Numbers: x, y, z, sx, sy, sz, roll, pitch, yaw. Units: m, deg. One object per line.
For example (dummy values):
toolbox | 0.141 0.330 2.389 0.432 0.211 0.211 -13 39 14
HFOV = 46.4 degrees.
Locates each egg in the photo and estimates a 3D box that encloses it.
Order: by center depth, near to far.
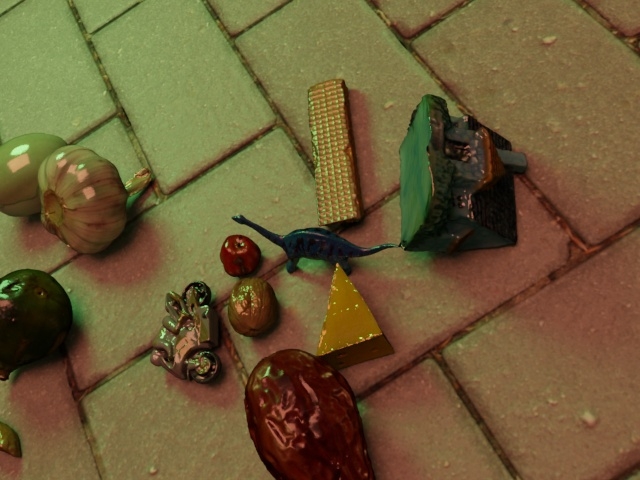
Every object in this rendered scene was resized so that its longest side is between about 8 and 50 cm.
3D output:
egg | -0.687 -0.163 1.778 0.217 0.183 0.183 -32 56 12

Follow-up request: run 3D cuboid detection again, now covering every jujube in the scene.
jujube | -0.017 0.324 1.263 0.197 0.197 0.290 -31 72 4

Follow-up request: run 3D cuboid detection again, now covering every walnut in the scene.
walnut | -0.133 0.128 1.459 0.105 0.105 0.124 -17 54 12

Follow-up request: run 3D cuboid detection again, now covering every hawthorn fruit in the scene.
hawthorn fruit | -0.167 0.029 1.529 0.093 0.093 0.093 -9 61 17

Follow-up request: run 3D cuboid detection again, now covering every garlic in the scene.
garlic | -0.497 -0.110 1.692 0.253 0.245 0.245 -25 48 -38

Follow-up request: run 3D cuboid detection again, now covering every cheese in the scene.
cheese | 0.053 0.134 1.384 0.126 0.093 0.171 -19 58 14

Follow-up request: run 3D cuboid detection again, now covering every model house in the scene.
model house | 0.277 -0.104 1.374 0.241 0.226 0.261 7 65 -8

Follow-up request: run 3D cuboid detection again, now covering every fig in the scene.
fig | -0.642 0.184 1.583 0.245 0.195 0.195 -53 55 16

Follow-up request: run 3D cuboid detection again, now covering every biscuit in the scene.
biscuit | 0.030 -0.190 1.588 0.094 0.054 0.378 -14 59 13

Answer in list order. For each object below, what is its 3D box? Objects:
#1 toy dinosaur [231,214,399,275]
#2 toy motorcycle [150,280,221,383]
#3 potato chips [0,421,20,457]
toy dinosaur | -0.007 0.012 1.463 0.329 0.144 0.076 12 64 13
toy motorcycle | -0.276 0.195 1.494 0.152 0.073 0.225 -22 58 13
potato chips | -0.803 0.393 1.603 0.407 0.057 0.080 2 61 22
